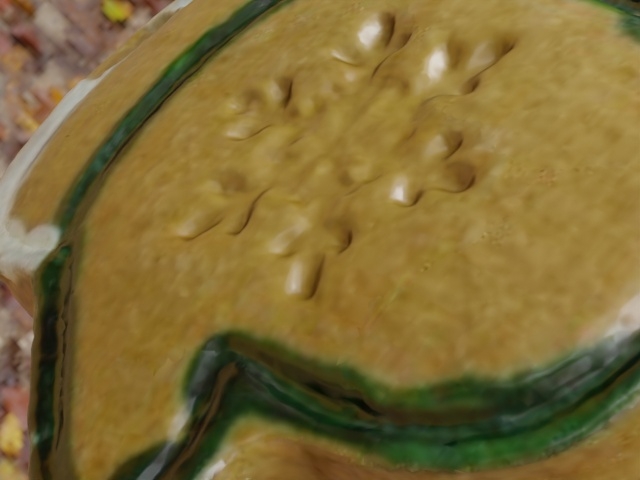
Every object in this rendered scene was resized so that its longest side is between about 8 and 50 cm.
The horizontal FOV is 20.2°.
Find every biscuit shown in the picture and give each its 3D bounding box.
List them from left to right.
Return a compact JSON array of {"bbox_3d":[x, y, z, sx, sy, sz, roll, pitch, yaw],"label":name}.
[{"bbox_3d":[-0.001,-0.001,0.620,0.287,0.344,0.057,-49,131,-16],"label":"biscuit"}]
